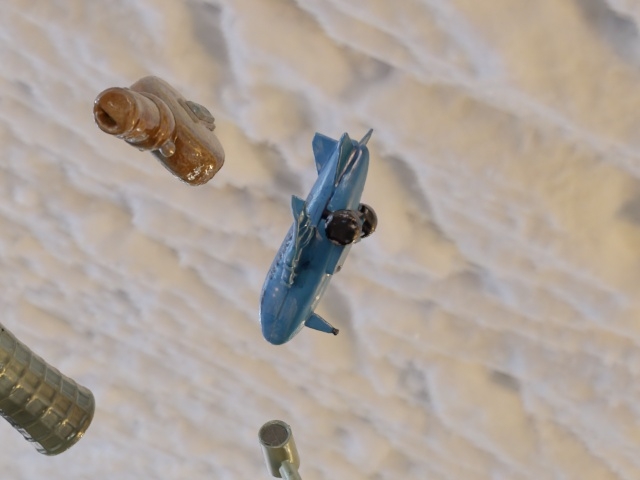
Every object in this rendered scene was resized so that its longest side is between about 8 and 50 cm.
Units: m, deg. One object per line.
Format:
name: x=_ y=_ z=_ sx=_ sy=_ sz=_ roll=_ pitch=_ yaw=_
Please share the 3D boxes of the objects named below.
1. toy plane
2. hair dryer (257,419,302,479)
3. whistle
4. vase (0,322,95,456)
toy plane: x=0.000 y=0.000 z=1.725 sx=0.105 sy=0.271 sz=0.254 roll=17 pitch=-169 yaw=14
hair dryer: x=-0.028 y=0.249 z=1.543 sx=0.063 sy=0.037 sz=0.124 roll=77 pitch=168 yaw=-48
whistle: x=-0.136 y=-0.100 z=1.260 sx=0.107 sy=0.057 sz=0.220 roll=51 pitch=-171 yaw=10
vase: x=-0.439 y=0.169 z=2.014 sx=0.143 sy=0.143 sz=0.299 roll=-3 pitch=141 yaw=46
